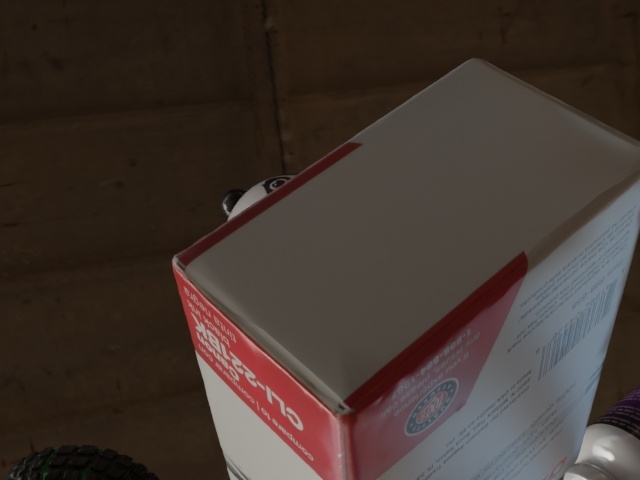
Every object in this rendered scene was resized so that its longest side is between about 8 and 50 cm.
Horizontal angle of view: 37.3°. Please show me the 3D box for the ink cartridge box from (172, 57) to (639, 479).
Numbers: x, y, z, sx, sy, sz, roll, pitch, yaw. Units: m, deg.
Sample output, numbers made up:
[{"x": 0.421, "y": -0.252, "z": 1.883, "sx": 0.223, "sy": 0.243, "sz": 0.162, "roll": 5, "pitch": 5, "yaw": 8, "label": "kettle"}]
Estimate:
[{"x": 0.052, "y": 0.076, "z": 0.502, "sx": 0.197, "sy": 0.114, "sz": 0.273, "roll": -35, "pitch": -37, "yaw": -25, "label": "ink cartridge box"}]

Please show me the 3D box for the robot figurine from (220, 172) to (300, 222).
[{"x": 0.002, "y": -0.001, "z": 1.159, "sx": 0.278, "sy": 0.209, "sz": 0.173, "roll": -8, "pitch": -97, "yaw": -60, "label": "robot figurine"}]

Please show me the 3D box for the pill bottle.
[{"x": 0.505, "y": 0.315, "z": 1.418, "sx": 0.323, "sy": 0.181, "sz": 0.181, "roll": -28, "pitch": -77, "yaw": -27, "label": "pill bottle"}]

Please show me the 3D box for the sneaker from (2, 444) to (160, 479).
[{"x": -0.222, "y": 0.359, "z": 1.129, "sx": 0.343, "sy": 0.146, "sz": 0.134, "roll": 29, "pitch": -133, "yaw": -16, "label": "sneaker"}]
